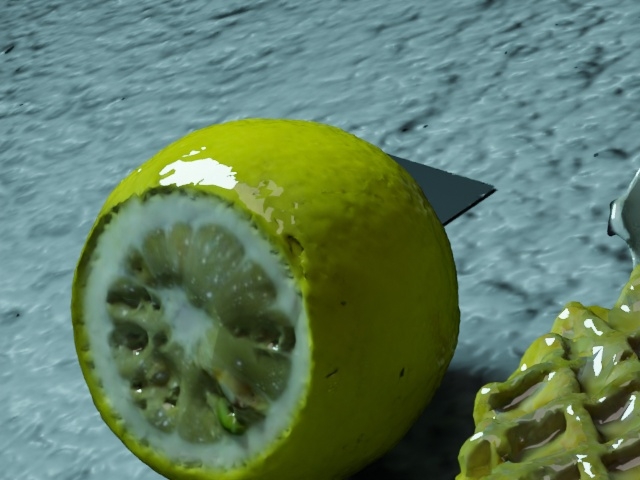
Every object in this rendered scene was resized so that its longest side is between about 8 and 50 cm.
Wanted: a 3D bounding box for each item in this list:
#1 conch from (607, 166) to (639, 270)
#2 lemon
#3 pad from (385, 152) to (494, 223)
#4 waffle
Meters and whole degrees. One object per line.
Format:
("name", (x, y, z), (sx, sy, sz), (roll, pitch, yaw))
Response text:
("conch", (0.308, -0.002, 1.087), (0.149, 0.183, 0.275), (16, 18, -25))
("lemon", (-0.021, 0.037, 1.140), (0.240, 0.240, 0.219), (1, 10, 32))
("pad", (0.000, 0.000, 1.423), (0.243, 0.004, 0.164), (-33, 31, -25))
("waffle", (0.202, 0.130, 0.900), (0.261, 0.151, 0.324), (-14, 20, 20))
